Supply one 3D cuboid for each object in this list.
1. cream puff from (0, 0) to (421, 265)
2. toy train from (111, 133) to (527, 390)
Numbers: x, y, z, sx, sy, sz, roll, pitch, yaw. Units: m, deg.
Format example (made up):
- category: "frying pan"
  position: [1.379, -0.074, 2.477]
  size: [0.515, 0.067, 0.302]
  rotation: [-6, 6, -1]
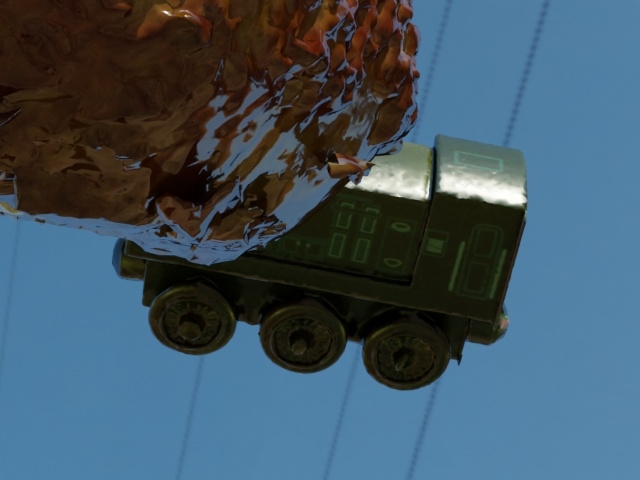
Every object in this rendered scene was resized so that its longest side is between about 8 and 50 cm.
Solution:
- category: "cream puff"
  position: [-0.121, -0.123, 0.576]
  size: [0.350, 0.350, 0.229]
  rotation: [17, -94, -24]
- category: "toy train"
  position: [0.000, 0.000, 0.950]
  size: [0.225, 0.090, 0.137]
  rotation: [10, -55, -3]
